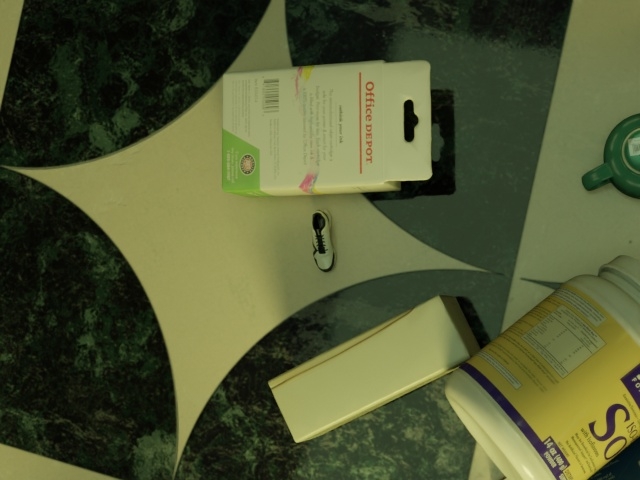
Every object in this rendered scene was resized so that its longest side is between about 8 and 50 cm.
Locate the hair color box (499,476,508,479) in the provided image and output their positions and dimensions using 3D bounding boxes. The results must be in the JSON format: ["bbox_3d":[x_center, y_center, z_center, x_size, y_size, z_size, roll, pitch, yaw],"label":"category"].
[{"bbox_3d":[0.333,0.432,1.720,0.072,0.043,0.141,-34,77,11],"label":"hair color box"}]

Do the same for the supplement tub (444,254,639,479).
[{"bbox_3d":[0.375,0.201,1.599,0.331,0.241,0.241,-38,77,-5],"label":"supplement tub"}]

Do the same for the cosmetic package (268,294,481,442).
[{"bbox_3d":[0.091,0.204,1.747,0.309,0.160,0.113,-29,78,11],"label":"cosmetic package"}]

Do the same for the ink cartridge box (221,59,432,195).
[{"bbox_3d":[0.021,-0.181,1.812,0.353,0.119,0.207,-1,85,17],"label":"ink cartridge box"}]

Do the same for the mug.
[{"bbox_3d":[0.494,-0.120,1.682,0.129,0.097,0.157,35,96,15],"label":"mug"}]

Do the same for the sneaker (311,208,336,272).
[{"bbox_3d":[0.000,0.000,1.846,0.040,0.044,0.109,-9,86,13],"label":"sneaker"}]

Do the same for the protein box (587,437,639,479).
[{"bbox_3d":[0.474,0.391,1.580,0.200,0.201,0.136,-31,114,12],"label":"protein box"}]
